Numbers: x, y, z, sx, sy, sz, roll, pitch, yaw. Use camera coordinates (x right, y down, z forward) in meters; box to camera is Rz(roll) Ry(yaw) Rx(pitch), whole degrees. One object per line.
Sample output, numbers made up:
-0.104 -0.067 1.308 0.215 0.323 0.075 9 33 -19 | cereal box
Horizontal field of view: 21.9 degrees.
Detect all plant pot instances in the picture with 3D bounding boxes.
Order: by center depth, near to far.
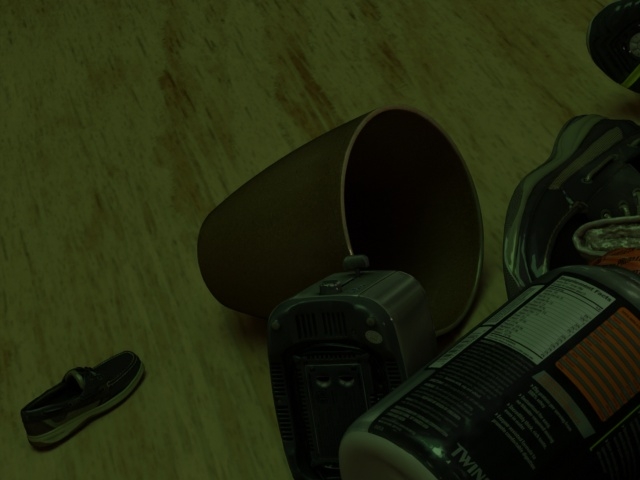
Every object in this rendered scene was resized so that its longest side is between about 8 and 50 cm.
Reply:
0.000 0.000 1.729 0.254 0.237 0.237 -12 27 38 | plant pot

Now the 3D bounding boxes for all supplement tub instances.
0.186 0.149 1.382 0.316 0.193 0.194 -34 34 -27 | supplement tub

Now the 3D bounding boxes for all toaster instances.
0.039 0.131 1.499 0.129 0.227 0.146 -4 15 22 | toaster

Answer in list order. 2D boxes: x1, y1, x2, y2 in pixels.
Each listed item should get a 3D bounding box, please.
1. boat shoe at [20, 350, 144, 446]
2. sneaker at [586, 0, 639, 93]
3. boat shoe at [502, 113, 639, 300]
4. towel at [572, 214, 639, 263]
-0.250 0.158 1.741 0.056 0.049 0.152 14 42 43 | boat shoe
0.502 -0.258 1.965 0.385 0.145 0.147 -8 23 -3 | sneaker
0.283 -0.027 1.682 0.130 0.132 0.355 -2 34 28 | boat shoe
0.391 0.026 1.504 0.282 0.187 0.049 -3 66 26 | towel
